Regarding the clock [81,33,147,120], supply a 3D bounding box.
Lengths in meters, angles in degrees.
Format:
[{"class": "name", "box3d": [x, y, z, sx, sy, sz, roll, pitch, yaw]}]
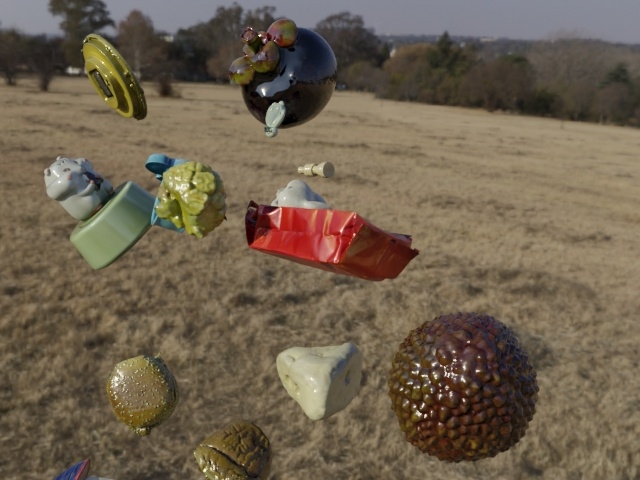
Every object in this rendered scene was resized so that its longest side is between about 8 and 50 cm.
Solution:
[{"class": "clock", "box3d": [-0.521, -0.392, 1.535, 0.057, 0.237, 0.237, -39, 34, -24]}]

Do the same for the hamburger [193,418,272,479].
[{"class": "hamburger", "box3d": [-0.210, 0.544, 1.568, 0.183, 0.130, 0.206, 32, 17, 11]}]

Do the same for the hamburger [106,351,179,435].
[{"class": "hamburger", "box3d": [-0.498, 0.435, 1.742, 0.189, 0.215, 0.122, -21, -11, 0]}]

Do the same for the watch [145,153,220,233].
[{"class": "watch", "box3d": [-0.399, -0.120, 1.718, 0.211, 0.193, 0.211, 10, -17, 3]}]

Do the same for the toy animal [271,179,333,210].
[{"class": "toy animal", "box3d": [-0.043, -0.083, 1.790, 0.178, 0.127, 0.193, 41, 2, 8]}]

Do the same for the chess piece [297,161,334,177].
[{"class": "chess piece", "box3d": [-0.014, -0.149, 1.313, 0.035, 0.035, 0.092, -10, 11, -42]}]

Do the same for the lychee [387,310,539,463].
[{"class": "lychee", "box3d": [0.218, 0.221, 0.956, 0.236, 0.236, 0.271, 8, -27, 19]}]

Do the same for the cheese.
[{"class": "cheese", "box3d": [-0.018, 0.399, 1.758, 0.251, 0.173, 0.248, 3, 13, 10]}]

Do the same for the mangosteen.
[{"class": "mangosteen", "box3d": [-0.103, -0.444, 1.618, 0.275, 0.275, 0.302, 15, -17, 41]}]

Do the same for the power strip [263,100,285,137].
[{"class": "power strip", "box3d": [-0.104, -0.265, 1.340, 0.055, 0.083, 0.035, 0, -17, 41]}]

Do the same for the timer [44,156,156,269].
[{"class": "timer", "box3d": [-0.682, -0.117, 1.859, 0.291, 0.315, 0.291, -34, 24, 18]}]

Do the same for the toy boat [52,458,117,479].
[{"class": "toy boat", "box3d": [-0.484, 0.594, 1.384, 0.318, 0.219, 0.072, -14, -20, -5]}]

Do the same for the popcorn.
[{"class": "popcorn", "box3d": [-0.276, -0.088, 1.368, 0.173, 0.173, 0.142, 10, 18, 27]}]

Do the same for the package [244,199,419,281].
[{"class": "package", "box3d": [0.001, 0.000, 1.370, 0.196, 0.123, 0.423, 23, -8, -41]}]
